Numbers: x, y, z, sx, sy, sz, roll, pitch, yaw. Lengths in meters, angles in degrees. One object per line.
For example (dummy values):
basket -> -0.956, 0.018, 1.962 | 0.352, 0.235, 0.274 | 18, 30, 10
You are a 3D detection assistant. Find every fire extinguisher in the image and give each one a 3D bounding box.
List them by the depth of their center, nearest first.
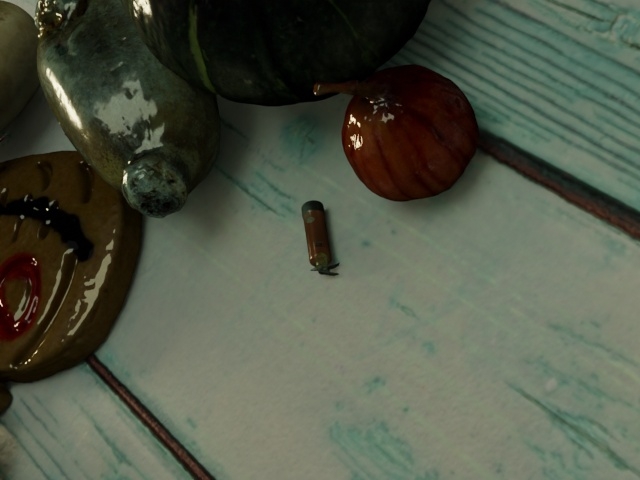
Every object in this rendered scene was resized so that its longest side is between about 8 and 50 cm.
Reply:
fire extinguisher -> 0.000, 0.000, 1.356 | 0.028, 0.022, 0.083 | -10, 53, 0

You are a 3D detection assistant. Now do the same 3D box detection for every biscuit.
biscuit -> -0.353, 0.046, 1.606 | 0.367, 0.063, 0.314 | -4, 61, 39

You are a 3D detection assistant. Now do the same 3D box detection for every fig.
fig -> 0.068, -0.107, 1.292 | 0.128, 0.150, 0.128 | -44, 5, 5

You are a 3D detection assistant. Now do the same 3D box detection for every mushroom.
mushroom -> -0.437, -0.217, 1.734 | 0.204, 0.204, 0.204 | -21, 52, 30

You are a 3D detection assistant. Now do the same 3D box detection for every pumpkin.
pumpkin -> -0.045, -0.285, 1.379 | 0.323, 0.241, 0.323 | -3, 79, 15

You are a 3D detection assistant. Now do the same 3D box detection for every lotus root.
lotus root -> -0.195, -0.149, 1.525 | 0.175, 0.175, 0.349 | -41, 50, 13

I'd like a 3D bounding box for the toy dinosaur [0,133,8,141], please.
toy dinosaur -> -0.422, -0.074, 1.679 | 0.220, 0.032, 0.108 | -23, 35, 41
